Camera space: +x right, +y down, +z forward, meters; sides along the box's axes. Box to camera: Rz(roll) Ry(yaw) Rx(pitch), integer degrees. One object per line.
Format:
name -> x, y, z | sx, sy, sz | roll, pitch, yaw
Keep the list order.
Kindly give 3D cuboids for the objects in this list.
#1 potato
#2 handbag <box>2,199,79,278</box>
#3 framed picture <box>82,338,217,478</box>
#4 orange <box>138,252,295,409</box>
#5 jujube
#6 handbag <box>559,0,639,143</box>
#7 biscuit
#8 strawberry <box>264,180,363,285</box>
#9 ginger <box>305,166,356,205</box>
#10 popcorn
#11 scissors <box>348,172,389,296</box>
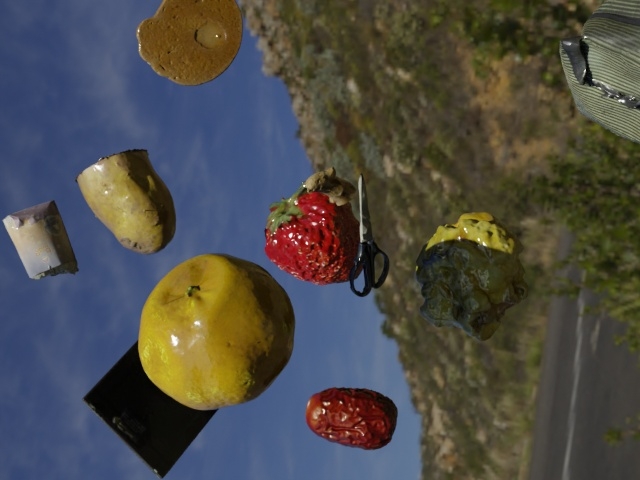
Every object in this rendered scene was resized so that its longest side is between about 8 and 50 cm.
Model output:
potato -> -0.489, -0.088, 2.444 | 0.266, 0.229, 0.229 | 62, -163, 2
handbag -> -0.599, 0.008, 2.010 | 0.117, 0.095, 0.173 | -24, -86, -34
framed picture -> -0.355, 0.342, 2.141 | 0.014, 0.255, 0.339 | -33, 13, 47
orange -> -0.182, 0.153, 1.605 | 0.235, 0.279, 0.279 | 68, -146, -53
jujube -> 0.059, 0.339, 1.774 | 0.109, 0.176, 0.112 | 105, 174, -71
handbag -> 0.584, -0.313, 1.609 | 0.247, 0.340, 0.240 | -56, -39, 2
biscuit -> -0.248, -0.401, 1.801 | 0.208, 0.181, 0.049 | -51, 18, -2
strawberry -> 0.000, 0.000, 2.334 | 0.257, 0.277, 0.257 | -43, 21, 22
ginger -> 0.025, -0.099, 1.749 | 0.137, 0.057, 0.044 | 22, -138, -48
popcorn -> 0.338, 0.083, 2.076 | 0.215, 0.252, 0.286 | -30, -31, -50
scissors -> 0.094, -0.012, 1.932 | 0.109, 0.022, 0.300 | -30, -50, -28
